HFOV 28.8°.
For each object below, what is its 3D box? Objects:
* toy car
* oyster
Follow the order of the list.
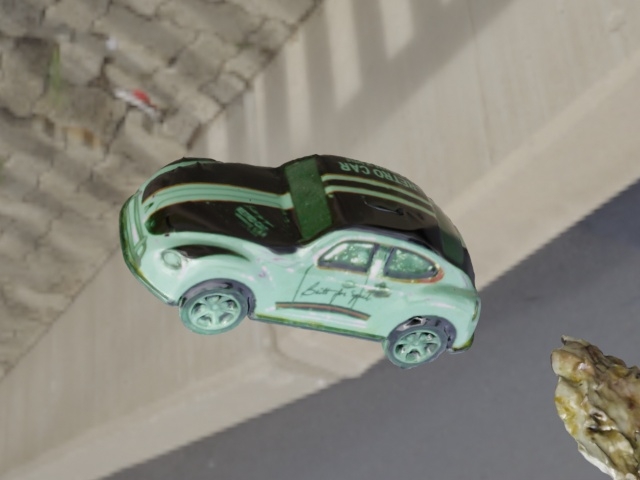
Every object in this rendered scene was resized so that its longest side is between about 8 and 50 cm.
[{"bbox_3d":[0.000,0.000,0.982,0.306,0.136,0.125,14,128,-25],"label":"toy car"},{"bbox_3d":[0.307,0.182,1.155,0.223,0.214,0.083,35,116,-15],"label":"oyster"}]
